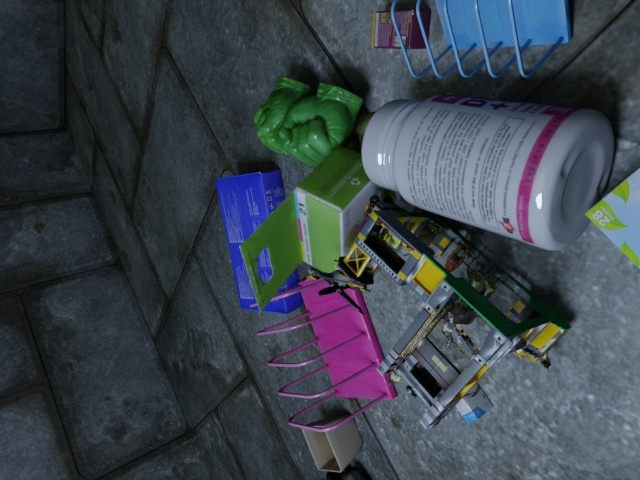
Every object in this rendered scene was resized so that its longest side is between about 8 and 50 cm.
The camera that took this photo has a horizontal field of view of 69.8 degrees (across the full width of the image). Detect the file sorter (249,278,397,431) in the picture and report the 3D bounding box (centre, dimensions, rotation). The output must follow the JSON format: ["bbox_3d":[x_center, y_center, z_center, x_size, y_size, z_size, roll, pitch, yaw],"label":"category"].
[{"bbox_3d":[-0.009,0.234,0.993,0.202,0.182,0.291,-24,85,54],"label":"file sorter"}]

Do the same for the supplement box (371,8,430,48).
[{"bbox_3d":[0.123,-0.325,0.709,0.083,0.043,0.055,28,125,45],"label":"supplement box"}]

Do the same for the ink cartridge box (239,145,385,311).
[{"bbox_3d":[0.000,0.000,0.751,0.097,0.255,0.189,27,147,23],"label":"ink cartridge box"}]

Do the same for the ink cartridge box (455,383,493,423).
[{"bbox_3d":[0.246,0.259,0.778,0.083,0.048,0.028,56,141,21],"label":"ink cartridge box"}]

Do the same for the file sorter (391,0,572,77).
[{"bbox_3d":[0.190,-0.267,0.556,0.170,0.104,0.118,21,152,47],"label":"file sorter"}]

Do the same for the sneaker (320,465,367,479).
[{"bbox_3d":[0.048,0.646,1.159,0.135,0.097,0.276,57,139,20],"label":"sneaker"}]

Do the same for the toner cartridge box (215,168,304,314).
[{"bbox_3d":[-0.152,0.004,1.150,0.165,0.075,0.348,0,104,38],"label":"toner cartridge box"}]

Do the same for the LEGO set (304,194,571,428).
[{"bbox_3d":[0.156,0.105,0.665,0.331,0.255,0.192,43,119,25],"label":"LEGO set"}]

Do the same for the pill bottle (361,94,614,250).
[{"bbox_3d":[0.198,-0.104,0.600,0.283,0.160,0.160,26,123,45],"label":"pill bottle"}]

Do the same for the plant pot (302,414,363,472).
[{"bbox_3d":[0.036,0.477,1.105,0.109,0.096,0.109,-35,77,53],"label":"plant pot"}]

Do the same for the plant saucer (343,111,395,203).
[{"bbox_3d":[0.052,-0.139,0.877,0.188,0.045,0.188,8,110,52],"label":"plant saucer"}]

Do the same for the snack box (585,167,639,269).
[{"bbox_3d":[0.403,-0.033,0.434,0.174,0.070,0.207,55,142,23],"label":"snack box"}]

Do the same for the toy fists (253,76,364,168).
[{"bbox_3d":[-0.040,-0.224,0.864,0.279,0.096,0.142,32,102,50],"label":"toy fists"}]
